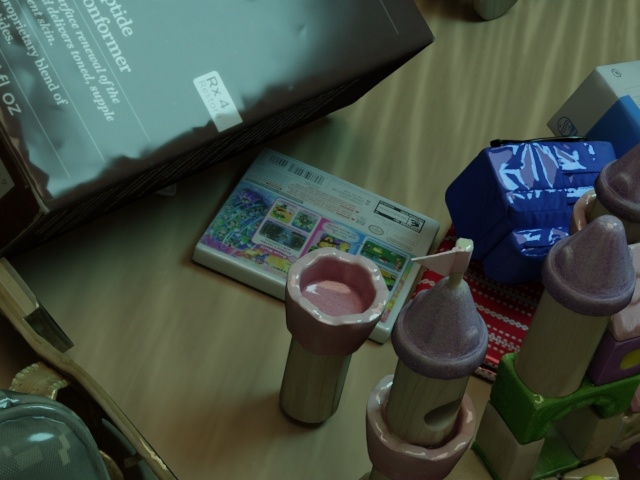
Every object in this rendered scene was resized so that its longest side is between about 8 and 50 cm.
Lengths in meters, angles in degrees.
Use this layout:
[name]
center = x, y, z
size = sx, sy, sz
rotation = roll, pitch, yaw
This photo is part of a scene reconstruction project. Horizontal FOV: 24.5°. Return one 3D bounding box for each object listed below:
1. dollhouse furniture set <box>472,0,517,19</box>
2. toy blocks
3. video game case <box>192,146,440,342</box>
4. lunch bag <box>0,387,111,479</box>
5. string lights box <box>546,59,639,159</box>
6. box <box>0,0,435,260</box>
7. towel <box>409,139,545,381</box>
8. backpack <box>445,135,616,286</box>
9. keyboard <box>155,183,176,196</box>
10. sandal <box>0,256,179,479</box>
[dollhouse furniture set]
center = 0.181, -0.426, 1.573
size = 0.394, 0.256, 0.362
rotation = -35, 60, -20
[toy blocks]
center = 0.163, 0.083, 0.885
size = 0.288, 0.260, 0.309
rotation = -12, 50, -23
[video game case]
center = 0.000, 0.000, 1.127
size = 0.157, 0.019, 0.143
rotation = 24, 41, 5
[lunch bag]
center = -0.251, 0.192, 0.663
size = 0.305, 0.213, 0.256
rotation = -25, 16, -37
[string lights box]
center = 0.311, -0.025, 1.171
size = 0.133, 0.077, 0.260
rotation = -12, 62, -40
[box]
center = -0.117, -0.146, 1.091
size = 0.381, 0.143, 0.191
rotation = -29, 89, -38
[towel]
center = 0.193, 0.027, 1.160
size = 0.199, 0.031, 0.275
rotation = 24, 41, 8
[backpack]
center = 0.170, -0.023, 1.117
size = 0.120, 0.098, 0.101
rotation = -9, 76, -24
[keyboard]
center = -0.150, -0.127, 1.218
size = 0.072, 0.014, 0.256
rotation = 9, 41, -11
[sandal]
center = -0.170, 0.109, 0.919
size = 0.079, 0.088, 0.240
rotation = -38, 52, -10
